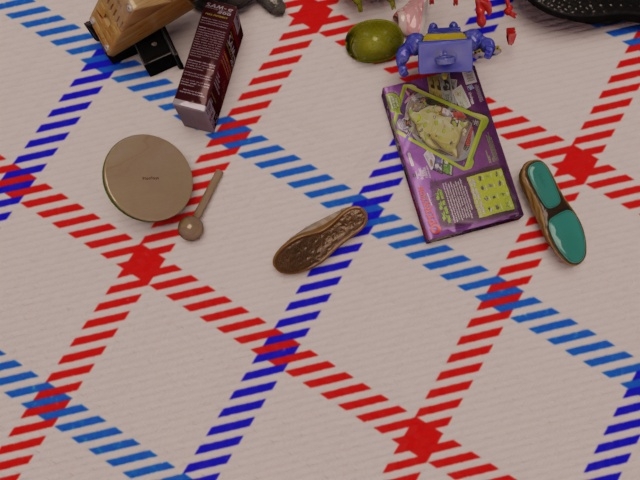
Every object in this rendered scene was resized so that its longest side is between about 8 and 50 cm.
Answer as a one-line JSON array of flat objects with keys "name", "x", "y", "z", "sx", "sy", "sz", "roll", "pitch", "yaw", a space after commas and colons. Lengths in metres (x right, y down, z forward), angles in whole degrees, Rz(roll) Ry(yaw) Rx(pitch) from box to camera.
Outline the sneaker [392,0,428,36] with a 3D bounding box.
[{"name": "sneaker", "x": 0.198, "y": -0.513, "z": 1.574, "sx": 0.070, "sy": 0.051, "sz": 0.134, "roll": 9, "pitch": 83, "yaw": -3}]

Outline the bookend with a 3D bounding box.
[{"name": "bookend", "x": -0.402, "y": -0.423, "z": 1.550, "sx": 0.157, "sy": 0.072, "sz": 0.156, "roll": -24, "pitch": 80, "yaw": -4}]

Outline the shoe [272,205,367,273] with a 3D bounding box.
[{"name": "shoe", "x": 0.000, "y": 0.000, "z": 1.472, "sx": 0.219, "sy": 0.058, "sz": 0.077, "roll": -30, "pitch": 100, "yaw": -2}]

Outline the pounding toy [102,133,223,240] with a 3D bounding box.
[{"name": "pounding toy", "x": -0.345, "y": -0.105, "z": 1.483, "sx": 0.236, "sy": 0.110, "sz": 0.183, "roll": 25, "pitch": 66, "yaw": -24}]

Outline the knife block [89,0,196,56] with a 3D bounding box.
[{"name": "knife block", "x": -0.318, "y": -0.499, "z": 1.460, "sx": 0.242, "sy": 0.275, "sz": 0.088, "roll": -27, "pitch": 90, "yaw": -35}]

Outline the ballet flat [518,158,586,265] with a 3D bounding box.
[{"name": "ballet flat", "x": 0.475, "y": -0.056, "z": 1.468, "sx": 0.080, "sy": 0.073, "sz": 0.232, "roll": -21, "pitch": 85, "yaw": -8}]

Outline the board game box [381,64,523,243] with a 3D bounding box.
[{"name": "board game box", "x": 0.274, "y": -0.184, "z": 1.509, "sx": 0.208, "sy": 0.056, "sz": 0.347, "roll": -13, "pitch": 78, "yaw": -6}]

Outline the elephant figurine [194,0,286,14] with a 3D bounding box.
[{"name": "elephant figurine", "x": -0.222, "y": -0.567, "z": 1.547, "sx": 0.186, "sy": 0.169, "sz": 0.239, "roll": -23, "pitch": 95, "yaw": 25}]

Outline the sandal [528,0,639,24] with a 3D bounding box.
[{"name": "sandal", "x": 0.606, "y": -0.532, "z": 1.561, "sx": 0.445, "sy": 0.107, "sz": 0.168, "roll": 8, "pitch": 77, "yaw": -10}]

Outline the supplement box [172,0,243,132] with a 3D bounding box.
[{"name": "supplement box", "x": -0.233, "y": -0.364, "z": 1.507, "sx": 0.073, "sy": 0.130, "sz": 0.240, "roll": 14, "pitch": 80, "yaw": 3}]

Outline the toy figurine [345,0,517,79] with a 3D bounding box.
[{"name": "toy figurine", "x": 0.221, "y": -0.415, "z": 1.437, "sx": 0.362, "sy": 0.191, "sz": 0.217, "roll": 0, "pitch": 36, "yaw": 7}]
